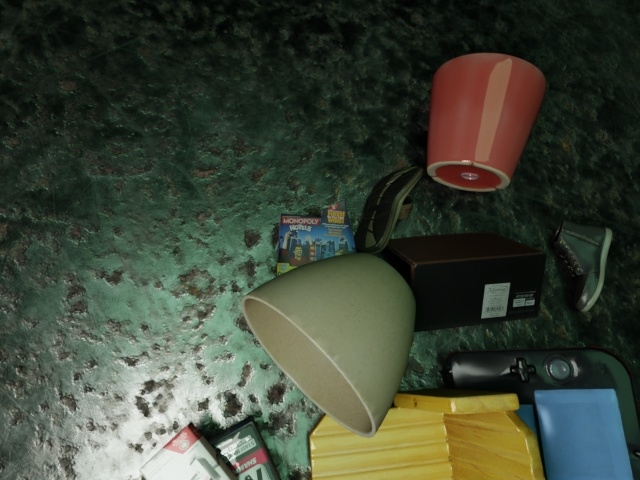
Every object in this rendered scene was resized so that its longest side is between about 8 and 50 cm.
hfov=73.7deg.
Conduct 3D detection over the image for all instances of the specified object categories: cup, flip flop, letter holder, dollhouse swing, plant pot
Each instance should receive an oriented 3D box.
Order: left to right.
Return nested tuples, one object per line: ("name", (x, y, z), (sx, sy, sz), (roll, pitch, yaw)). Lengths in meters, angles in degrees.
("cup", (0.045, 0.159, 0.817), (0.331, 0.331, 0.237), (46, 63, 5))
("flip flop", (0.171, -0.070, 1.016), (0.080, 0.112, 0.277), (46, 57, -33))
("dollhouse swing", (0.175, 0.465, 0.770), (0.304, 0.315, 0.348), (2, 74, -22))
("letter holder", (0.306, 0.080, 0.979), (0.301, 0.214, 0.152), (-4, 106, -12))
("plant pot", (0.379, -0.263, 1.031), (0.274, 0.275, 0.244), (15, 82, -5))

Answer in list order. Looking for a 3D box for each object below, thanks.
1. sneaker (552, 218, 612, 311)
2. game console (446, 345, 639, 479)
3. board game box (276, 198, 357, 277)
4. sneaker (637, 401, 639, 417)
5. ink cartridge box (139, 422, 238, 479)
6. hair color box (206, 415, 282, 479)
("sneaker", (0.639, 0.061, 1.075), (0.118, 0.083, 0.222), (15, 78, 15))
("game console", (0.446, 0.415, 0.854), (0.341, 0.060, 0.388), (-7, 78, 16))
("board game box", (0.000, 0.000, 0.980), (0.193, 0.060, 0.194), (5, 73, -8))
("sneaker", (0.689, 0.479, 0.946), (0.290, 0.106, 0.123), (-38, 77, -27))
("ink cartridge box", (-0.216, 0.393, 0.712), (0.099, 0.056, 0.135), (-41, 83, -19))
("hair color box", (-0.128, 0.544, 0.771), (0.185, 0.114, 0.375), (-25, 80, -15))
